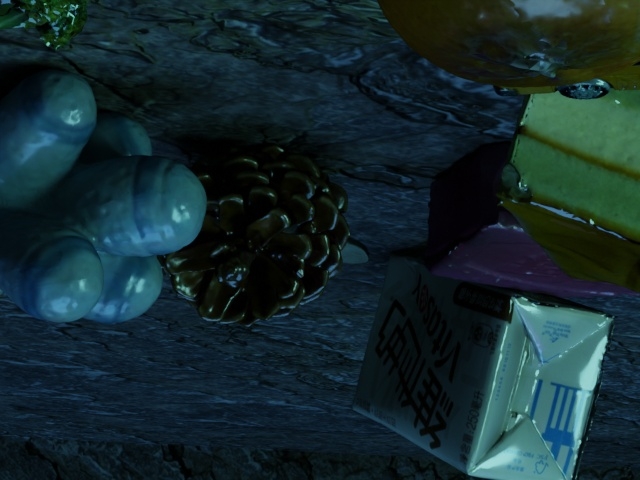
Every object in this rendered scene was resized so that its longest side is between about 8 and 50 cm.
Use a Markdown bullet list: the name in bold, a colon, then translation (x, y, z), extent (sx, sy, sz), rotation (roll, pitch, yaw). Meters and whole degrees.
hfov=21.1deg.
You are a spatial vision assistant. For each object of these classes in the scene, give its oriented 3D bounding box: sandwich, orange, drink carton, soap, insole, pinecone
- **sandwich**: translation (0.237, -0.051, 1.390), extent (0.227, 0.155, 0.198), rotation (17, 167, -9)
- **orange**: translation (0.128, -0.172, 0.967), extent (0.224, 0.170, 0.224), rotation (6, 164, 2)
- **drink carton**: translation (0.165, 0.135, 1.857), extent (0.132, 0.194, 0.324), rotation (14, -178, -22)
- **soap**: translation (0.243, -0.016, 1.658), extent (0.250, 0.099, 0.162), rotation (8, 157, -16)
- **insole**: translation (0.000, 0.000, 1.928), extent (0.063, 0.010, 0.192), rotation (-5, 163, 30)
- **pinecone**: translation (-0.071, -0.005, 1.622), extent (0.186, 0.168, 0.212), rotation (-26, 175, 19)

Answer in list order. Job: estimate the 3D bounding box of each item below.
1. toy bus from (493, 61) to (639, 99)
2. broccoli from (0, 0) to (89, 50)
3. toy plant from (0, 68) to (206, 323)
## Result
- **toy bus**: translation (0.208, -0.155, 1.145), extent (0.201, 0.098, 0.114), rotation (0, 163, 14)
- **broccoli**: translation (-0.250, -0.150, 0.981), extent (0.269, 0.269, 0.254), rotation (18, -175, -42)
- **toy plant**: translation (-0.258, -0.026, 1.518), extent (0.332, 0.247, 0.247), rotation (-6, 162, 19)
